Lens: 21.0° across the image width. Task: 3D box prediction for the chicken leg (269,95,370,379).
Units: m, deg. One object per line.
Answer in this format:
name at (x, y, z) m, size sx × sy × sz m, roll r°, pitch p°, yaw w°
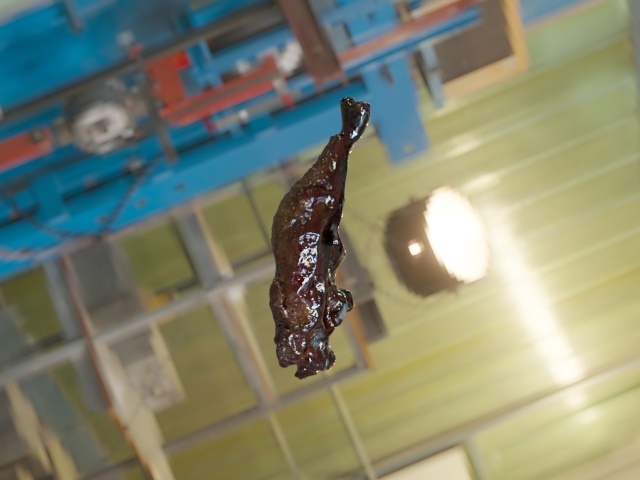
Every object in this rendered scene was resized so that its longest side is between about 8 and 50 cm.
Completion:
chicken leg at (-0.004, 0.003, 1.285) m, size 0.089 × 0.048 × 0.219 m, roll -20°, pitch 119°, yaw -52°
